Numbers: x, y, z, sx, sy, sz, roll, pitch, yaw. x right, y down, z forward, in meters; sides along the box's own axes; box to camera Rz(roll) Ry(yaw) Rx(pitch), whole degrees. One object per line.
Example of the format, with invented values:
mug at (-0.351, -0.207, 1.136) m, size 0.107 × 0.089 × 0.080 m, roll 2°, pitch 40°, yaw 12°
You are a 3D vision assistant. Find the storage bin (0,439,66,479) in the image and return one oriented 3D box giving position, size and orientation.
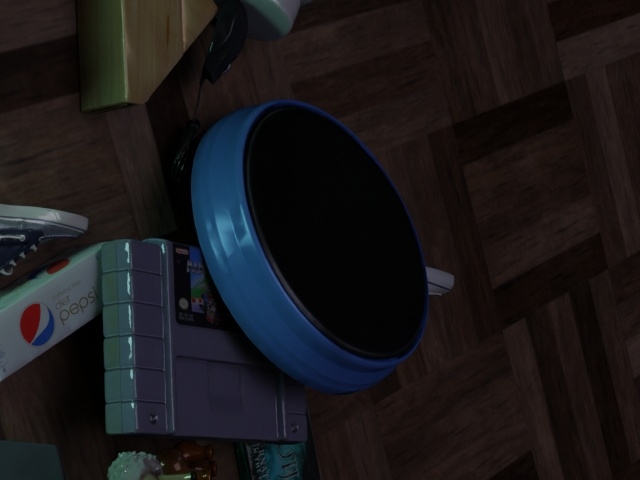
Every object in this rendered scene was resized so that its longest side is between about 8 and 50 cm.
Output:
storage bin at (-0.338, 0.271, 1.683) m, size 0.135 × 0.098 × 0.091 m, roll 13°, pitch 51°, yaw -40°

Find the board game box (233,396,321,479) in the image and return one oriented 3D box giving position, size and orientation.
board game box at (-0.056, 0.283, 2.029) m, size 0.126 × 0.026 × 0.186 m, roll -14°, pitch 96°, yaw -47°

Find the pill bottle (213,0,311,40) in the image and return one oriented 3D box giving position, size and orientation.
pill bottle at (-0.049, -0.401, 2.030) m, size 0.152 × 0.152 × 0.272 m, roll 39°, pitch 57°, yaw -37°

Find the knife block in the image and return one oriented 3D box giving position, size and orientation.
knife block at (-0.244, -0.322, 1.857) m, size 0.242 × 0.088 × 0.275 m, roll 54°, pitch 50°, yaw -27°

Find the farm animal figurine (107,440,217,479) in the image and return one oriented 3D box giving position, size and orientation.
farm animal figurine at (-0.206, 0.395, 1.738) m, size 0.327 × 0.172 × 0.330 m, roll 71°, pitch 16°, yaw -85°

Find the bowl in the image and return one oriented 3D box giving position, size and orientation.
bowl at (0.000, 0.000, 1.963) m, size 0.391 × 0.077 × 0.391 m, roll 34°, pitch 42°, yaw -38°

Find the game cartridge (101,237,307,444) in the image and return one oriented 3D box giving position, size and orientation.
game cartridge at (-0.129, 0.126, 1.866) m, size 0.355 × 0.068 × 0.230 m, roll 14°, pitch 74°, yaw -57°

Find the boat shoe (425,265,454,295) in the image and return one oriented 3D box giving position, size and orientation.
boat shoe at (0.090, 0.065, 2.189) m, size 0.226 × 0.083 × 0.075 m, roll 11°, pitch 87°, yaw -34°

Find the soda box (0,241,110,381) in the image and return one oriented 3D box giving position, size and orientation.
soda box at (-0.316, 0.078, 1.736) m, size 0.216 × 0.074 × 0.069 m, roll -36°, pitch 112°, yaw -43°

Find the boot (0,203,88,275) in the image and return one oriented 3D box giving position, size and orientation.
boot at (-0.347, 0.003, 1.727) m, size 0.190 × 0.069 × 0.086 m, roll 7°, pitch 87°, yaw -39°

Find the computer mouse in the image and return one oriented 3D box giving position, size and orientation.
computer mouse at (-0.135, -0.186, 1.937) m, size 0.041 × 0.071 × 0.242 m, roll 17°, pitch 93°, yaw -6°
